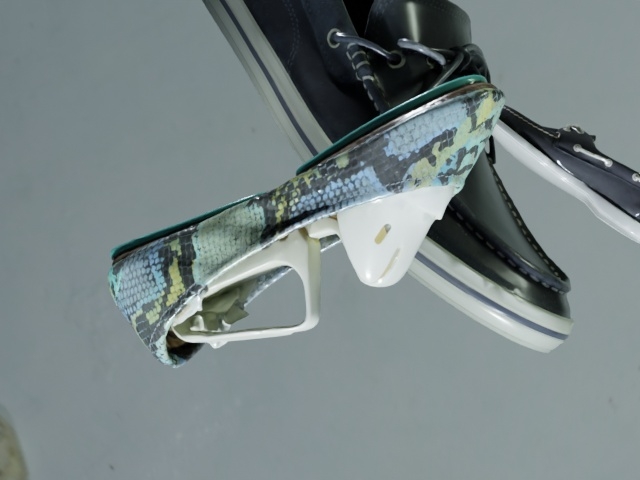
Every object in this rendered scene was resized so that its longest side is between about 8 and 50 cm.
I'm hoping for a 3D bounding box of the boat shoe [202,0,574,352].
[{"bbox_3d":[0.060,-0.124,1.239,0.156,0.187,0.500,-43,60,17],"label":"boat shoe"}]

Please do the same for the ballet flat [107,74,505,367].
[{"bbox_3d":[0.000,0.000,0.623,0.188,0.070,0.070,-26,63,24],"label":"ballet flat"}]

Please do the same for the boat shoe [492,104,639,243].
[{"bbox_3d":[0.155,-0.047,0.920,0.125,0.046,0.038,36,89,8],"label":"boat shoe"}]
